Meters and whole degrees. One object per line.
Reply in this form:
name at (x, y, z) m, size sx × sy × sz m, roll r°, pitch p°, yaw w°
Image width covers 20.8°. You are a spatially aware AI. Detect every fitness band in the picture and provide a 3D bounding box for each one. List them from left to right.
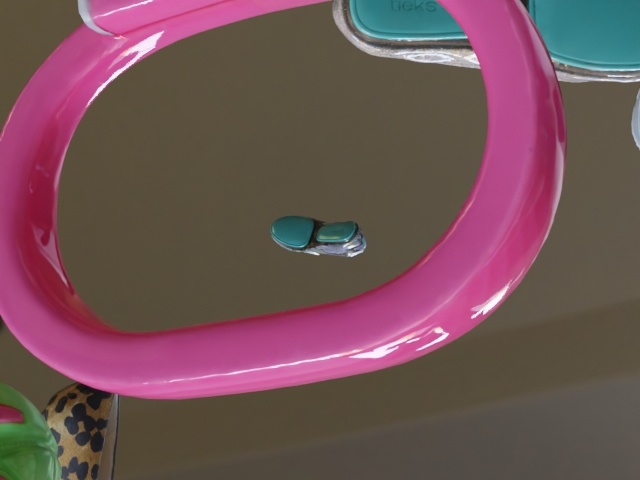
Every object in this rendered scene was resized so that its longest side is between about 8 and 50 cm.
fitness band at (-0.031, -0.037, 0.788) m, size 0.054 × 0.291 × 0.209 m, roll 26°, pitch -123°, yaw -59°

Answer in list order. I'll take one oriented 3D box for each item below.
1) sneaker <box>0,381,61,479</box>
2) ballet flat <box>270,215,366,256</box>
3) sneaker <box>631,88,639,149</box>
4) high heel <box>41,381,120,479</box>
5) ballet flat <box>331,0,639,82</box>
sneaker at (-0.437, 0.232, 1.338) m, size 0.483 × 0.202 × 0.185 m, roll -6°, pitch -115°, yaw -5°
ballet flat at (0.000, 0.000, 1.733) m, size 0.041 × 0.114 × 0.041 m, roll -6°, pitch -81°, yaw -48°
sneaker at (0.292, -0.159, 1.217) m, size 0.085 × 0.086 × 0.237 m, roll 22°, pitch -90°, yaw -17°
high heel at (-0.190, 0.267, 1.699) m, size 0.261 × 0.093 × 0.186 m, roll 43°, pitch -90°, yaw -1°
ballet flat at (0.165, -0.191, 1.510) m, size 0.316 × 0.106 × 0.107 m, roll 8°, pitch -97°, yaw -6°
